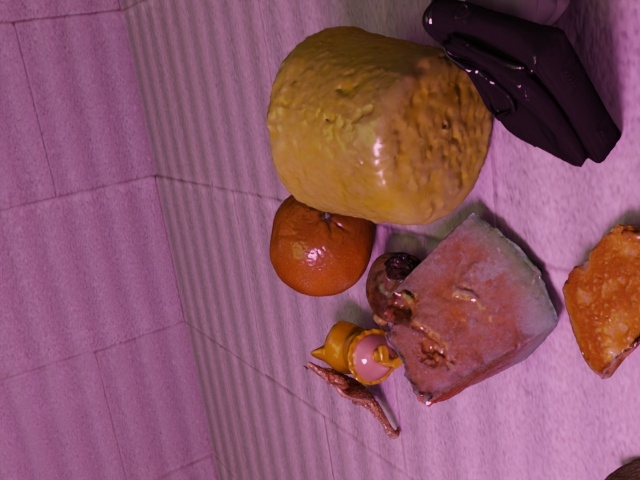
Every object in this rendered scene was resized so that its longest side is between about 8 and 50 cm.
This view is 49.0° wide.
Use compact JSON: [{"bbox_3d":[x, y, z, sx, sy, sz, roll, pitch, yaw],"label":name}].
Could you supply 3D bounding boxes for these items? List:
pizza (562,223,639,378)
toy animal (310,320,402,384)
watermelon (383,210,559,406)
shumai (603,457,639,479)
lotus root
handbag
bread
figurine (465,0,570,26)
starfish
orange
[{"bbox_3d":[0.460,0.068,0.991,0.297,0.071,0.189,120,139,-50],"label":"pizza"},{"bbox_3d":[0.097,0.271,1.673,0.229,0.156,0.156,-9,96,57],"label":"toy animal"},{"bbox_3d":[0.253,0.128,1.277,0.264,0.302,0.151,56,-175,28],"label":"watermelon"},{"bbox_3d":[0.503,0.399,1.078,0.087,0.099,0.123,56,153,-2],"label":"shumai"},{"bbox_3d":[0.156,0.108,1.503,0.138,0.138,0.214,58,149,26],"label":"lotus root"},{"bbox_3d":[0.280,-0.222,0.991,0.088,0.275,0.244,-53,45,6],"label":"handbag"},{"bbox_3d":[0.110,-0.192,1.235,0.307,0.348,0.349,21,124,42],"label":"bread"},{"bbox_3d":[0.282,-0.397,0.960,0.133,0.176,0.237,30,127,35],"label":"figurine"},{"bbox_3d":[0.072,0.368,1.747,0.299,0.060,0.302,38,175,37],"label":"starfish"},{"bbox_3d":[0.000,0.000,1.588,0.264,0.264,0.264,37,135,48],"label":"orange"}]
